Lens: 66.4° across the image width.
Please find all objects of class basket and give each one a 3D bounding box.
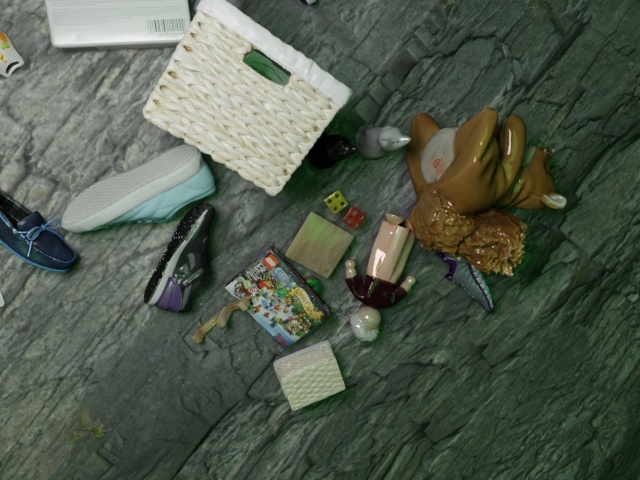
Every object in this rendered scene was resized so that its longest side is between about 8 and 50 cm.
[{"bbox_3d":[-0.158,-0.289,1.048,0.328,0.331,0.267,31,94,-15],"label":"basket"},{"bbox_3d":[-0.027,0.358,1.299,0.167,0.103,0.114,-21,104,-9],"label":"basket"}]

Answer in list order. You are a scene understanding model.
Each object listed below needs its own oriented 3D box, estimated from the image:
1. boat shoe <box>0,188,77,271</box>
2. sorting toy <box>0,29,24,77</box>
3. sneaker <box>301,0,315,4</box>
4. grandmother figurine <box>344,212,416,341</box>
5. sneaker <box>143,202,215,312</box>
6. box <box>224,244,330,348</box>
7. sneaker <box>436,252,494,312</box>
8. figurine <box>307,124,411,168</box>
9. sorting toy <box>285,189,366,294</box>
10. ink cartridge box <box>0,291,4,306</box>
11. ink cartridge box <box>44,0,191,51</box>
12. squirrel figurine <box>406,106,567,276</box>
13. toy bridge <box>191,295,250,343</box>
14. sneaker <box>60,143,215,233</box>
[{"bbox_3d":[-0.662,-0.027,1.091,0.258,0.109,0.089,36,112,-17],"label":"boat shoe"},{"bbox_3d":[-0.697,-0.401,1.067,0.083,0.045,0.075,-45,124,-2],"label":"sorting toy"},{"bbox_3d":[-0.134,-0.624,1.117,0.153,0.101,0.268,-29,135,25],"label":"sneaker"},{"bbox_3d":[0.158,0.103,1.300,0.207,0.104,0.343,18,93,-6],"label":"grandmother figurine"},{"bbox_3d":[-0.313,0.046,1.202,0.124,0.107,0.284,27,97,-30],"label":"sneaker"},{"bbox_3d":[-0.108,0.149,1.257,0.159,0.044,0.233,-38,105,13],"label":"box"},{"bbox_3d":[0.409,0.112,1.377,0.098,0.083,0.224,-24,100,14],"label":"sneaker"},{"bbox_3d":[0.089,-0.228,1.170,0.214,0.209,0.093,-12,102,-10],"label":"figurine"},{"bbox_3d":[0.000,0.000,1.268,0.132,0.046,0.275,29,100,-15],"label":"sorting toy"},{"bbox_3d":[-0.867,0.024,1.055,0.206,0.119,0.354,-18,102,-9],"label":"ink cartridge box"},{"bbox_3d":[-0.446,-0.562,1.074,0.295,0.066,0.262,-7,101,-11],"label":"ink cartridge box"},{"bbox_3d":[0.426,-0.114,1.246,0.370,0.281,0.398,13,87,-28],"label":"squirrel figurine"},{"bbox_3d":[-0.246,0.192,1.237,0.188,0.063,0.026,-36,106,19],"label":"toy bridge"},{"bbox_3d":[-0.412,-0.080,1.135,0.365,0.135,0.150,-21,134,7],"label":"sneaker"}]
